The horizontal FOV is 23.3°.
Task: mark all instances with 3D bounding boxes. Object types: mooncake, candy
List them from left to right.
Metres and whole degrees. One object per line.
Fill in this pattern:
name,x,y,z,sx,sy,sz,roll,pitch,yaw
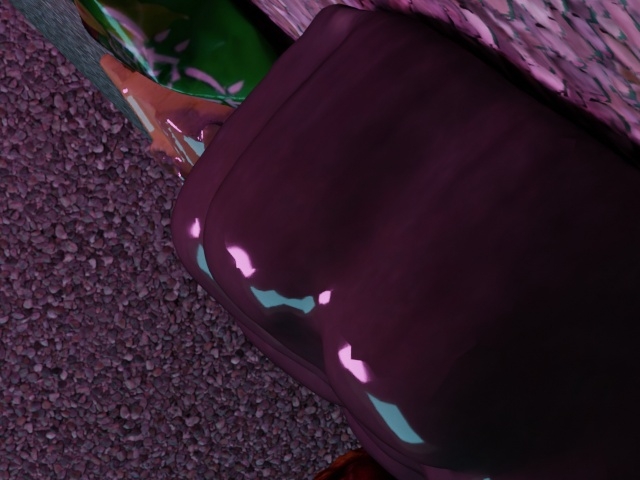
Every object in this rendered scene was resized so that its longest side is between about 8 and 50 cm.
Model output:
candy,-0.086,-0.135,0.979,0.203,0.078,0.141,33,-171,-13
mooncake,0.070,0.036,0.694,0.306,0.154,0.306,43,173,7

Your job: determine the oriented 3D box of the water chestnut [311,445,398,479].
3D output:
water chestnut,0.134,0.212,1.039,0.350,0.302,0.350,12,-163,-4

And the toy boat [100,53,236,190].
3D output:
toy boat,0.000,0.000,1.232,0.445,0.136,0.162,50,169,-23
